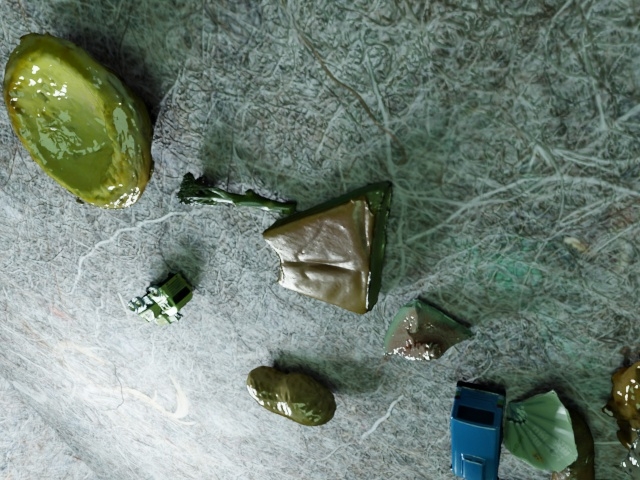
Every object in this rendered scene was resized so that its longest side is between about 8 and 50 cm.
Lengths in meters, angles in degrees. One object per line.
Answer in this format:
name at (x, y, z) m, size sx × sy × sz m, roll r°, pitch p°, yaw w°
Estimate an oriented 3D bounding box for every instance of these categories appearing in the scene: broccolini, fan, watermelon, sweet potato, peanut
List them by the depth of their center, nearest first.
fan at (0.375, 0.334, 0.824) m, size 0.131 × 0.009 × 0.240 m, roll 47°, pitch 149°, yaw 34°
watermelon at (0.163, 0.161, 0.824) m, size 0.101 × 0.080 × 0.155 m, roll 52°, pitch 147°, yaw -1°
sweet potato at (0.442, 0.389, 0.832) m, size 0.075 × 0.075 × 0.273 m, roll 2°, pitch 119°, yaw 28°
broccolini at (-0.146, -0.069, 0.838) m, size 0.216 × 0.067 × 0.058 m, roll 13°, pitch 132°, yaw 9°
peanut at (-0.068, 0.341, 1.064) m, size 0.226 × 0.095 × 0.108 m, roll 10°, pitch 112°, yaw 27°

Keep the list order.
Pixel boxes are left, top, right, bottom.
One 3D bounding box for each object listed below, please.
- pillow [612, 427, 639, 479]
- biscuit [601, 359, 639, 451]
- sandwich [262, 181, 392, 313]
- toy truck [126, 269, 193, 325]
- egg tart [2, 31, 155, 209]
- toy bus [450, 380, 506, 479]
pillow at (0.477, 0.298, 0.661) m, size 0.093 × 0.051 × 0.241 m, roll 13°, pitch 127°, yaw 19°
biscuit at (0.583, 0.280, 0.669) m, size 0.334 × 0.081 × 0.289 m, roll 40°, pitch 132°, yaw -1°
sandwich at (0.000, 0.000, 0.794) m, size 0.212 × 0.063 × 0.245 m, roll 16°, pitch 128°, yaw 20°
toy truck at (-0.359, 0.143, 1.089) m, size 0.169 × 0.077 × 0.100 m, roll -28°, pitch 104°, yaw 38°
egg tart at (-0.398, -0.205, 0.827) m, size 0.315 × 0.120 × 0.315 m, roll 14°, pitch 127°, yaw 19°
toy bus at (0.286, 0.356, 0.870) m, size 0.090 × 0.106 × 0.184 m, roll 4°, pitch 125°, yaw 24°
